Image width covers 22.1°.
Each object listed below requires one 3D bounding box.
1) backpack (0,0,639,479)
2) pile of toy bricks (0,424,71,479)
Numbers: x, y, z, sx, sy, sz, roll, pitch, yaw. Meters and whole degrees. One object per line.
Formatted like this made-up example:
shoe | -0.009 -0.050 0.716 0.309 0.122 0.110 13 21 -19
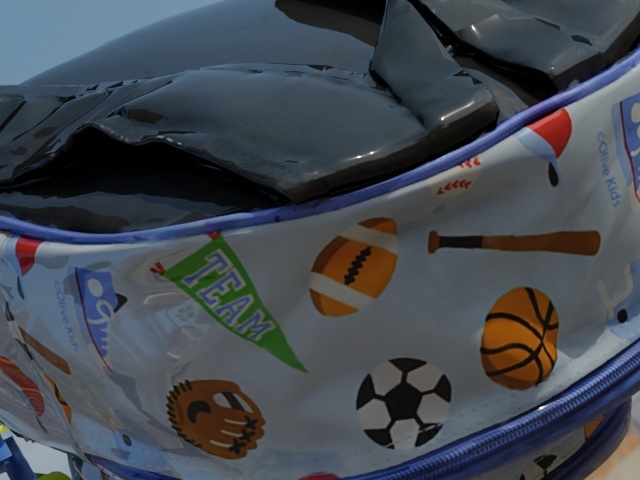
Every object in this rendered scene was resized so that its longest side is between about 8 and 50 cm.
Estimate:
backpack | 0.000 0.000 0.561 0.276 0.213 0.263 -33 18 -26
pile of toy bricks | -0.164 0.125 0.773 0.212 0.105 0.118 -25 -11 -35
